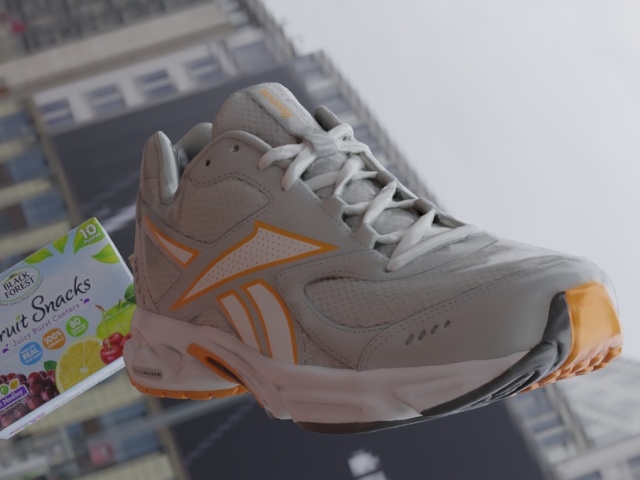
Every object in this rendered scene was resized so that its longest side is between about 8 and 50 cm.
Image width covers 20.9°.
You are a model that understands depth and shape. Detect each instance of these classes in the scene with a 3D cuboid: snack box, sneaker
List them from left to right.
[{"bbox_3d":[-0.194,0.063,1.241,0.100,0.141,0.037,58,-2,13],"label":"snack box"},{"bbox_3d":[0.000,0.000,0.644,0.262,0.099,0.121,0,-81,52],"label":"sneaker"}]

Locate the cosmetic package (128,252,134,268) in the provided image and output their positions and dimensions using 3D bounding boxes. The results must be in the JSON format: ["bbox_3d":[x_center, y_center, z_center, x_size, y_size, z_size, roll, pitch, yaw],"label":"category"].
[{"bbox_3d":[-0.101,0.009,1.501,0.060,0.115,0.041,54,3,-41],"label":"cosmetic package"}]
